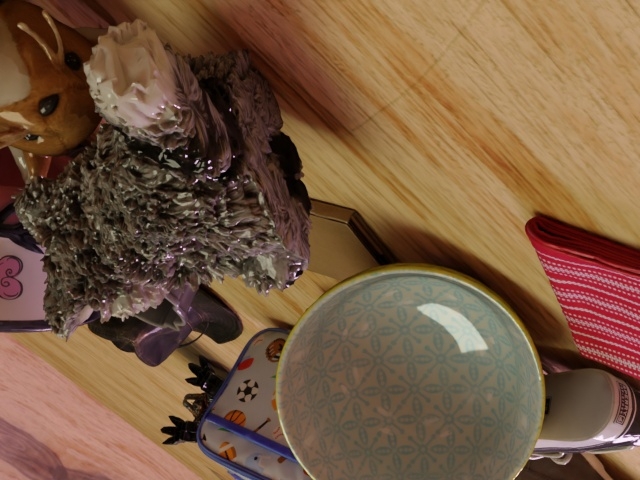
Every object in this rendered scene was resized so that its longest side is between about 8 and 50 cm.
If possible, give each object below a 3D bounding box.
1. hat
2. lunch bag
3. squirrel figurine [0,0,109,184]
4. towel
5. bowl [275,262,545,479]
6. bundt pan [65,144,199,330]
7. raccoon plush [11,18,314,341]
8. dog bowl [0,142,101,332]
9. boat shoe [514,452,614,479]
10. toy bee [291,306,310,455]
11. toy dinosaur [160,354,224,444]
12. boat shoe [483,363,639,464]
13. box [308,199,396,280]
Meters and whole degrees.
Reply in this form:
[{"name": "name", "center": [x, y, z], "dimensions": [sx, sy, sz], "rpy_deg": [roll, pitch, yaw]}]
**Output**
[{"name": "hat", "center": [-0.289, 0.118, 2.356], "dimensions": [0.331, 0.134, 0.331], "rpy_deg": [30, 162, 11]}, {"name": "lunch bag", "center": [-0.017, 0.270, 2.115], "dimensions": [0.303, 0.243, 0.115], "rpy_deg": [20, 159, 37]}, {"name": "squirrel figurine", "center": [-0.390, -0.222, 1.500], "dimensions": [0.370, 0.281, 0.397], "rpy_deg": [27, 179, -18]}, {"name": "towel", "center": [0.305, 0.080, 1.406], "dimensions": [0.199, 0.031, 0.275], "rpy_deg": [22, 160, 32]}, {"name": "bowl", "center": [0.105, 0.147, 1.637], "dimensions": [0.289, 0.289, 0.156], "rpy_deg": [32, -162, 0]}, {"name": "bundt pan", "center": [-0.289, -0.021, 1.994], "dimensions": [0.331, 0.124, 0.331], "rpy_deg": [28, 162, 10]}, {"name": "raccoon plush", "center": [-0.203, -0.068, 1.347], "dimensions": [0.299, 0.216, 0.446], "rpy_deg": [-17, 150, 13]}, {"name": "dog bowl", "center": [-0.425, -0.031, 1.658], "dimensions": [0.408, 0.150, 0.408], "rpy_deg": [13, -169, -2]}, {"name": "boat shoe", "center": [0.375, 0.371, 1.928], "dimensions": [0.335, 0.095, 0.112], "rpy_deg": [42, 161, -14]}, {"name": "toy bee", "center": [0.053, 0.173, 1.812], "dimensions": [0.162, 0.298, 0.195], "rpy_deg": [-2, 134, 3]}, {"name": "toy dinosaur", "center": [-0.156, 0.322, 2.737], "dimensions": [0.322, 0.164, 0.218], "rpy_deg": [-13, 150, 42]}, {"name": "boat shoe", "center": [0.252, 0.195, 1.686], "dimensions": [0.105, 0.113, 0.306], "rpy_deg": [24, 156, -34]}, {"name": "box", "center": [0.000, 0.000, 1.725], "dimensions": [0.201, 0.021, 0.164], "rpy_deg": [16, 156, 42]}]
